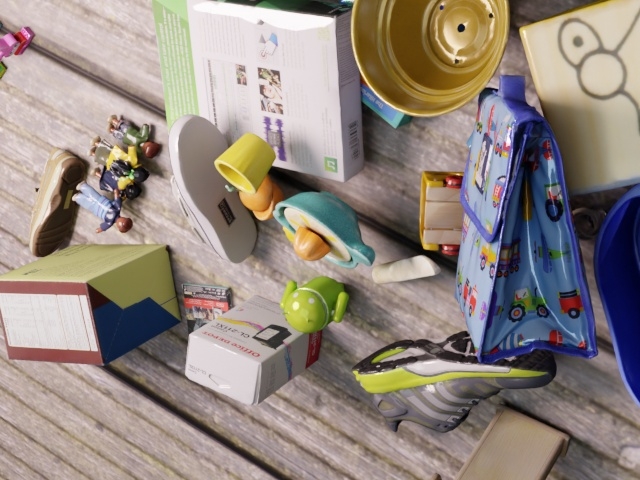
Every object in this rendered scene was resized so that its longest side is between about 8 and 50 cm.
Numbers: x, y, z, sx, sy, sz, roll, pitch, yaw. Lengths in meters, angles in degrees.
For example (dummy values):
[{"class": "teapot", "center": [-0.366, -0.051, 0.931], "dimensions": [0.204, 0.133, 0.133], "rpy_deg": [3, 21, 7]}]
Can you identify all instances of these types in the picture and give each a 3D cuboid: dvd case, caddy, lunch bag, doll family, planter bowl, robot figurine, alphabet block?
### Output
[{"class": "dvd case", "center": [-0.176, 0.127, 1.786], "dimensions": [0.087, 0.013, 0.120], "rpy_deg": [4, 107, 30]}, {"class": "caddy", "center": [0.455, 0.073, 1.291], "dimensions": [0.241, 0.179, 0.341], "rpy_deg": [-12, 99, 32]}, {"class": "lunch bag", "center": [0.226, -0.040, 1.266], "dimensions": [0.138, 0.221, 0.293], "rpy_deg": [-3, 105, 1]}, {"class": "doll family", "center": [-0.316, -0.097, 1.762], "dimensions": [0.111, 0.076, 0.193], "rpy_deg": [33, 125, 13]}, {"class": "planter bowl", "center": [0.150, -0.257, 1.347], "dimensions": [0.217, 0.090, 0.217], "rpy_deg": [5, 99, 37]}, {"class": "robot figurine", "center": [-0.007, 0.092, 1.610], "dimensions": [0.101, 0.115, 0.067], "rpy_deg": [14, 114, 27]}, {"class": "alphabet block", "center": [0.360, -0.179, 1.254], "dimensions": [0.192, 0.193, 0.197], "rpy_deg": [-11, 100, 31]}]

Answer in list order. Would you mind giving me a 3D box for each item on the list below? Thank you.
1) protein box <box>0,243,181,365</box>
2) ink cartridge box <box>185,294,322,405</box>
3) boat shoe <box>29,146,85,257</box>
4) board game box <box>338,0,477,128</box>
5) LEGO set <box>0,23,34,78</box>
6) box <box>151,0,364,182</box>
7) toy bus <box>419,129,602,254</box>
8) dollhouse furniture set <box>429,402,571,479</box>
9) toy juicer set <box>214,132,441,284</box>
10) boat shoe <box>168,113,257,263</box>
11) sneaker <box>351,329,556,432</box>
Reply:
[{"class": "protein box", "center": [-0.367, 0.097, 1.776], "dimensions": [0.201, 0.200, 0.136], "rpy_deg": [0, 106, 31]}, {"class": "ink cartridge box", "center": [-0.096, 0.158, 1.650], "dimensions": [0.127, 0.175, 0.072], "rpy_deg": [20, 115, 24]}, {"class": "boat shoe", "center": [-0.445, -0.065, 1.859], "dimensions": [0.072, 0.068, 0.190], "rpy_deg": [37, 112, 29]}, {"class": "board game box", "center": [0.099, -0.277, 1.464], "dimensions": [0.160, 0.047, 0.210], "rpy_deg": [40, 123, 14]}, {"class": "LEGO set", "center": [-0.576, -0.284, 1.838], "dimensions": [0.087, 0.093, 0.227], "rpy_deg": [50, 124, 7]}, {"class": "box", "center": [-0.089, -0.223, 1.552], "dimensions": [0.322, 0.058, 0.232], "rpy_deg": [15, 123, 31]}, {"class": "toy bus", "center": [0.220, -0.041, 1.436], "dimensions": [0.191, 0.104, 0.202], "rpy_deg": [-41, 102, 11]}, {"class": "dollhouse furniture set", "center": [0.251, 0.376, 1.567], "dimensions": [0.212, 0.161, 0.242], "rpy_deg": [23, 139, 23]}, {"class": "toy juicer set", "center": [0.000, 0.000, 1.536], "dimensions": [0.329, 0.089, 0.209], "rpy_deg": [34, 164, 10]}, {"class": "boat shoe", "center": [-0.171, -0.078, 1.626], "dimensions": [0.088, 0.096, 0.268], "rpy_deg": [21, 151, 35]}, {"class": "sneaker", "center": [0.192, 0.196, 1.547], "dimensions": [0.299, 0.111, 0.121], "rpy_deg": [-10, 111, 39]}]
